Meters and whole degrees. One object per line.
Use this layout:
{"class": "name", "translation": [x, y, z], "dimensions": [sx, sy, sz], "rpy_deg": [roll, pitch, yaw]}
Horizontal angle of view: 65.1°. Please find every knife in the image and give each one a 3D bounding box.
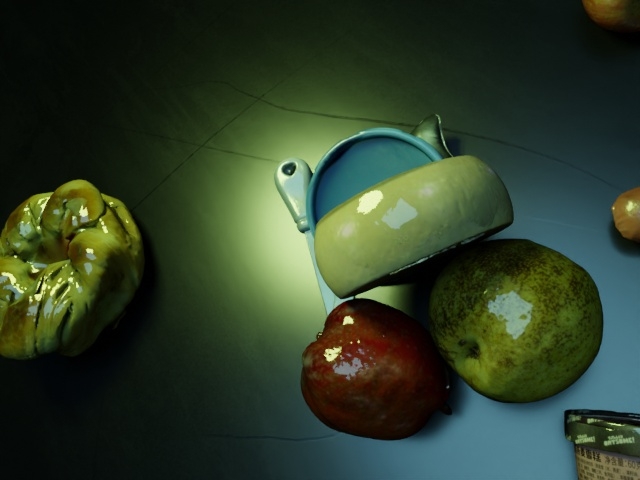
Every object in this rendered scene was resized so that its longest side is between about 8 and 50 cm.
{"class": "knife", "translation": [0.002, -0.001, 0.845], "dimensions": [0.080, 0.044, 0.331], "rpy_deg": [-23, 68, 3]}

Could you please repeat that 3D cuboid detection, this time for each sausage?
{"class": "sausage", "translation": [0.471, -0.046, 0.621], "dimensions": [0.194, 0.077, 0.077], "rpy_deg": [-15, 64, 19]}

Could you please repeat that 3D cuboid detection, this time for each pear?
{"class": "pear", "translation": [0.224, 0.100, 0.602], "dimensions": [0.197, 0.197, 0.197], "rpy_deg": [-9, 66, 22]}

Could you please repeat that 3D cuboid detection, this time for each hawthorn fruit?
{"class": "hawthorn fruit", "translation": [0.080, 0.177, 0.664], "dimensions": [0.202, 0.185, 0.185], "rpy_deg": [23, 80, 11]}

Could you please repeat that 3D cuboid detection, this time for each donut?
{"class": "donut", "translation": [-0.512, 0.060, 0.980], "dimensions": [0.360, 0.170, 0.360], "rpy_deg": [-10, 65, 23]}

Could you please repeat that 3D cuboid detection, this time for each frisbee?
{"class": "frisbee", "translation": [0.093, -0.054, 0.791], "dimensions": [0.242, 0.045, 0.242], "rpy_deg": [1, 93, 18]}

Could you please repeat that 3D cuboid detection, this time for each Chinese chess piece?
{"class": "Chinese chess piece", "translation": [0.112, -0.013, 0.631], "dimensions": [0.251, 0.251, 0.097], "rpy_deg": [-25, 80, 14]}

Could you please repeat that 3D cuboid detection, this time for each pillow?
{"class": "pillow", "translation": [0.172, -0.128, 0.801], "dimensions": [0.091, 0.055, 0.136], "rpy_deg": [-22, 65, 9]}

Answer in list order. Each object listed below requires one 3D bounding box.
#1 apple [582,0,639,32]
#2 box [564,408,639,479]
{"class": "apple", "translation": [0.466, -0.406, 0.715], "dimensions": [0.199, 0.199, 0.199], "rpy_deg": [-9, 66, 22]}
{"class": "box", "translation": [0.339, 0.255, 0.521], "dimensions": [0.151, 0.151, 0.135], "rpy_deg": [-3, 77, 24]}
